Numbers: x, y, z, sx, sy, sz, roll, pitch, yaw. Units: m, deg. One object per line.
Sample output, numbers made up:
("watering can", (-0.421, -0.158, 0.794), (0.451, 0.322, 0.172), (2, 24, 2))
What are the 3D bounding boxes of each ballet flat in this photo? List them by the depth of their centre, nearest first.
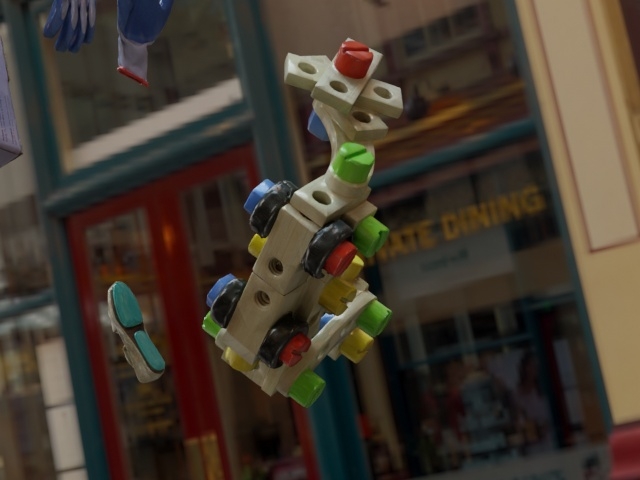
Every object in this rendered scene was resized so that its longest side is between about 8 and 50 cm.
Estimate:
("ballet flat", (-0.299, 0.146, 2.291), (0.052, 0.168, 0.057), (-36, -17, 35))

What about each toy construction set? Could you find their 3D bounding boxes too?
("toy construction set", (0.000, 0.000, 1.239), (0.151, 0.327, 0.215), (24, 32, 24))

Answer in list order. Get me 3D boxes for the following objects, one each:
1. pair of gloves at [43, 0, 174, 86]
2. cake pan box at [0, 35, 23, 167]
("pair of gloves", (-0.214, -0.251, 1.484), (0.023, 0.159, 0.198), (0, -12, 32))
("cake pan box", (-0.433, -0.216, 1.498), (0.070, 0.267, 0.246), (-29, -28, 25))
